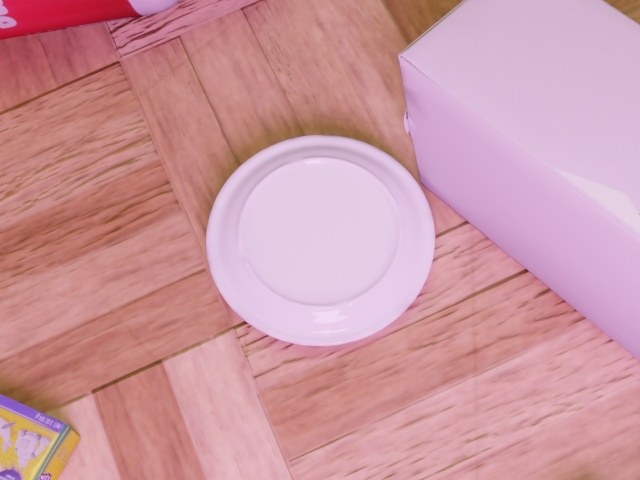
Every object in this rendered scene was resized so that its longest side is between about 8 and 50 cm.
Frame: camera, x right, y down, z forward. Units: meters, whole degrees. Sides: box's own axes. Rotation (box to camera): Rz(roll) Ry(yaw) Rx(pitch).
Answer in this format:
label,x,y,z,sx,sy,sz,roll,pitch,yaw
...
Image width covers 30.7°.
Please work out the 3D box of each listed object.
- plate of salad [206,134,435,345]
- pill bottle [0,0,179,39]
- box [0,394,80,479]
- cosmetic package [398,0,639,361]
label,x,y,z,sx,sy,sz,roll,pitch,yaw
plate of salad,0.000,0.000,1.024,0.199,0.048,0.200,0,68,1
pill bottle,-0.265,-0.323,1.146,0.407,0.229,0.229,-8,60,7
box,-0.290,0.217,0.963,0.105,0.043,0.179,19,68,20
cosmetic package,0.243,-0.036,0.914,0.155,0.197,0.365,-41,64,-12
